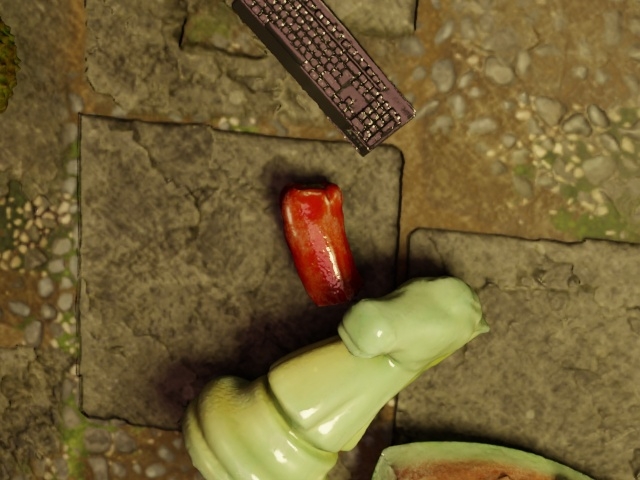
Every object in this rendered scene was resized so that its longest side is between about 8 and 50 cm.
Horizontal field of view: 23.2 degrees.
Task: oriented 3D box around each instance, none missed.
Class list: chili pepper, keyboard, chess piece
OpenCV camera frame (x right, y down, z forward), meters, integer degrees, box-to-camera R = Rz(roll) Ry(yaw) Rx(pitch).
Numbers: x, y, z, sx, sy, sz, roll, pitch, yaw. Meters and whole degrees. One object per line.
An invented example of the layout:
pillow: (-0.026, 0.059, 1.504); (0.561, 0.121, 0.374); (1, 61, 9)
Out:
chili pepper: (0.000, 0.000, 1.516); (0.070, 0.073, 0.123); (-7, 104, 44)
keyboard: (0.003, -0.173, 1.495); (0.074, 0.015, 0.196); (-39, 97, 16)
chess piece: (0.023, 0.135, 1.495); (0.298, 0.176, 0.176); (-41, 96, 14)

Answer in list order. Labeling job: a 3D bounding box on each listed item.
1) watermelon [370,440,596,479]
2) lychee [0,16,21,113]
watermelon: (0.181, 0.375, 1.513); (0.283, 0.293, 0.250); (0, 138, 0)
lychee: (-0.364, -0.167, 1.470); (0.171, 0.171, 0.171); (2, 106, 7)
